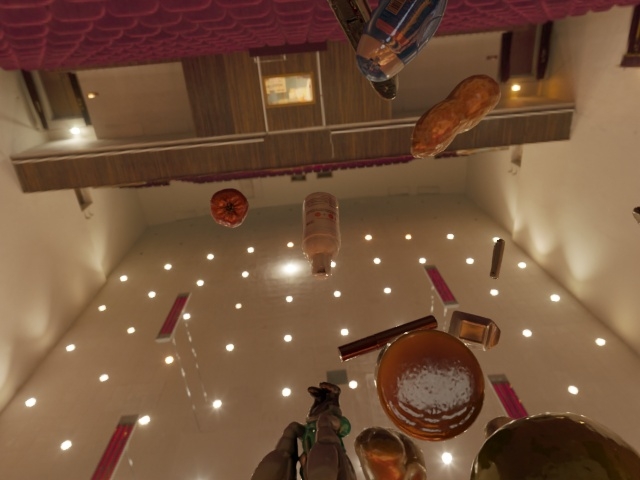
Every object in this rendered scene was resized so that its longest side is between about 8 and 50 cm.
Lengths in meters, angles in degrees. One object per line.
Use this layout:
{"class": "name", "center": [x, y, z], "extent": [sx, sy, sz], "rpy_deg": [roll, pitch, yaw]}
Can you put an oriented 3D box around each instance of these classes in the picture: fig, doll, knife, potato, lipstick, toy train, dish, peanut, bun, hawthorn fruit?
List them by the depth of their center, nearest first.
{"class": "doll", "center": [-0.025, 0.374, 0.687], "extent": [0.153, 0.195, 0.258], "rpy_deg": [28, -163, -26]}
{"class": "fig", "center": [0.435, 0.477, 0.717], "extent": [0.342, 0.344, 0.343], "rpy_deg": [-4, -155, 2]}
{"class": "peanut", "center": [0.272, -0.252, 0.858], "extent": [0.227, 0.104, 0.086], "rpy_deg": [-38, -113, -4]}
{"class": "toy train", "center": [0.140, -0.614, 1.268], "extent": [0.086, 0.407, 0.088], "rpy_deg": [-3, -130, 37]}
{"class": "bun", "center": [0.617, 0.665, 1.319], "extent": [0.222, 0.128, 0.222], "rpy_deg": [15, -164, -5]}
{"class": "hawthorn fruit", "center": [-0.296, -0.103, 1.335], "extent": [0.140, 0.125, 0.125], "rpy_deg": [4, -155, 41]}
{"class": "potato", "center": [0.225, 0.721, 1.388], "extent": [0.202, 0.351, 0.218], "rpy_deg": [-48, -143, -10]}
{"class": "lipstick", "center": [0.232, 0.331, 1.427], "extent": [0.356, 0.057, 0.057], "rpy_deg": [-17, -153, -11]}
{"class": "knife", "center": [0.663, 0.068, 1.577], "extent": [0.023, 0.162, 0.044], "rpy_deg": [28, 160, -27]}
{"class": "dish", "center": [0.717, 0.424, 1.938], "extent": [0.234, 0.154, 0.064], "rpy_deg": [13, 176, 2]}

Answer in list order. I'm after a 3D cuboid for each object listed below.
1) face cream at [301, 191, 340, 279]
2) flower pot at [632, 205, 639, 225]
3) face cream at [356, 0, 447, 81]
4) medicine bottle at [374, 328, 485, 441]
{"class": "face cream", "center": [0.000, 0.000, 1.522], "extent": [0.145, 0.145, 0.370], "rpy_deg": [-3, -130, 5]}
{"class": "flower pot", "center": [0.702, -0.058, 0.680], "extent": [0.267, 0.266, 0.267], "rpy_deg": [-39, -166, 24]}
{"class": "face cream", "center": [0.184, -0.496, 0.983], "extent": [0.149, 0.264, 0.083], "rpy_deg": [35, -172, -5]}
{"class": "medicine bottle", "center": [0.250, 0.339, 1.024], "extent": [0.237, 0.238, 0.232], "rpy_deg": [-3, 167, 4]}
